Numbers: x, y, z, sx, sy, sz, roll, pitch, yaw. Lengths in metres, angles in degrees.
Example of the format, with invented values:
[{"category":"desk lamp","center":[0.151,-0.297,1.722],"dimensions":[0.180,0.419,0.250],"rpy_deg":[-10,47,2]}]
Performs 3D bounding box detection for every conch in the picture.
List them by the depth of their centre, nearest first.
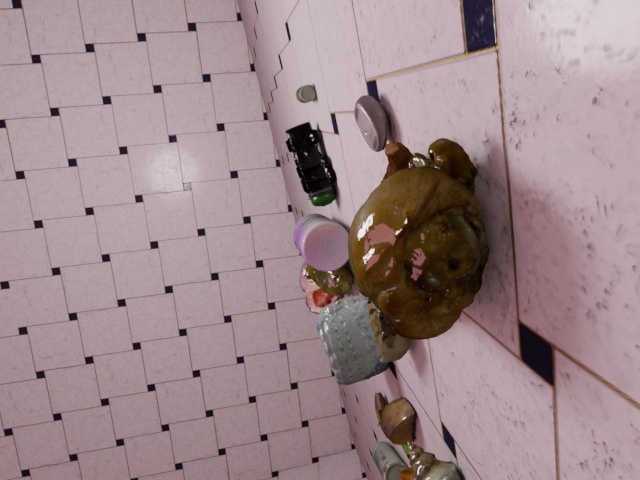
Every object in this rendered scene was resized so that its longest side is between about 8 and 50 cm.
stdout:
[{"category":"conch","center":[0.233,0.510,0.809],"dimensions":[0.137,0.114,0.234],"rpy_deg":[31,-144,-81]}]

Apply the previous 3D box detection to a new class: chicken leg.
[{"category":"chicken leg","center":[0.120,0.042,0.589],"dimensions":[0.429,0.152,0.202],"rpy_deg":[71,-175,-72]}]

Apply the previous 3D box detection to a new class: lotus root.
[{"category":"lotus root","center":[0.150,0.181,0.886],"dimensions":[0.144,0.070,0.143],"rpy_deg":[82,176,-70]}]

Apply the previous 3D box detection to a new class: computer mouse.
[{"category":"computer mouse","center":[0.089,-0.192,0.677],"dimensions":[0.066,0.039,0.096],"rpy_deg":[91,154,-68]}]

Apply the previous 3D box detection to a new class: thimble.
[{"category":"thimble","center":[0.085,0.278,1.180],"dimensions":[0.205,0.171,0.250],"rpy_deg":[-121,15,-71]}]

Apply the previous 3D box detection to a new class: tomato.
[{"category":"tomato","center":[0.030,0.155,1.526],"dimensions":[0.199,0.112,0.228],"rpy_deg":[-37,59,36]}]

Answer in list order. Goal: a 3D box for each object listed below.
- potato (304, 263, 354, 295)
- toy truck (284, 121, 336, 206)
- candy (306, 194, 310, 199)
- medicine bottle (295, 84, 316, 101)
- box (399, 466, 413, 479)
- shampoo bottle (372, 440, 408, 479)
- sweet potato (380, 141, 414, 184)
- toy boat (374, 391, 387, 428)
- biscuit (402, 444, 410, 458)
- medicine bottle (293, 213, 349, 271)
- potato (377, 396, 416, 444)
[{"category":"potato","center":[0.026,0.116,1.399],"dimensions":[0.225,0.090,0.118],"rpy_deg":[18,98,53]},{"category":"toy truck","center":[-0.024,-0.224,1.252],"dimensions":[0.125,0.101,0.243],"rpy_deg":[51,-161,-78]},{"category":"candy","center":[-0.041,-0.189,1.747],"dimensions":[0.025,0.023,0.083],"rpy_deg":[32,167,-5]},{"category":"medicine bottle","center":[-0.042,-0.412,1.174],"dimensions":[0.083,0.047,0.047],"rpy_deg":[-129,25,-71]},{"category":"box","center":[0.273,0.667,0.947],"dimensions":[0.174,0.076,0.274],"rpy_deg":[92,162,-63]},{"category":"shampoo bottle","center":[0.231,0.758,1.431],"dimensions":[0.262,0.085,0.085],"rpy_deg":[115,138,-80]},{"category":"sweet potato","center":[0.117,-0.057,0.648],"dimensions":[0.314,0.066,0.072],"rpy_deg":[83,176,-64]},{"category":"toy boat","center":[0.207,0.567,1.348],"dimensions":[0.049,0.047,0.149],"rpy_deg":[94,160,-68]},{"category":"biscuit","center":[0.248,0.599,1.226],"dimensions":[0.046,0.016,0.089],"rpy_deg":[81,170,-45]},{"category":"medicine bottle","center":[0.000,0.000,1.310],"dimensions":[0.254,0.152,0.152],"rpy_deg":[-140,35,-78]},{"category":"potato","center":[0.191,0.465,1.089],"dimensions":[0.172,0.089,0.101],"rpy_deg":[80,174,-45]}]
